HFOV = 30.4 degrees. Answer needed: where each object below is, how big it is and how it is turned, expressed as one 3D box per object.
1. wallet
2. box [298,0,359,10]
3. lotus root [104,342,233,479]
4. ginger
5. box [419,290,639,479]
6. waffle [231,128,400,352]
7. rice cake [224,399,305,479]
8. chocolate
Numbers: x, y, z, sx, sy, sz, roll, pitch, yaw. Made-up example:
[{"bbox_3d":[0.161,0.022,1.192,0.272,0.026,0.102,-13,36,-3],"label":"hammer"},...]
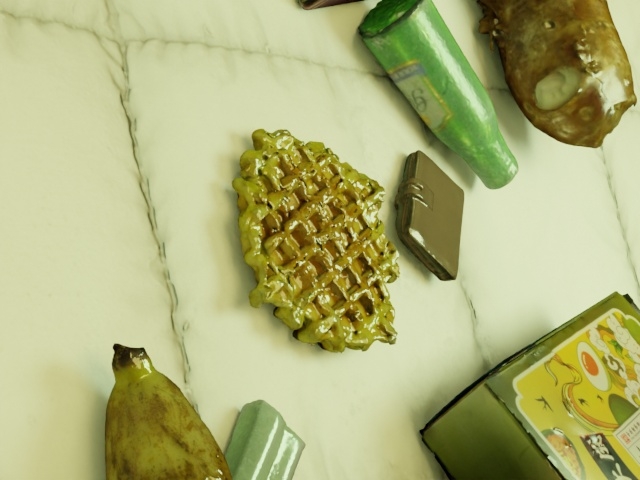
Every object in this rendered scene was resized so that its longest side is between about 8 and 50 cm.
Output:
[{"bbox_3d":[0.138,-0.033,1.488,0.118,0.038,0.153,44,41,-31],"label":"wallet"},{"bbox_3d":[0.041,-0.364,1.494,0.224,0.069,0.120,-21,91,-50],"label":"box"},{"bbox_3d":[-0.139,0.180,1.019,0.094,0.108,0.191,47,23,-66],"label":"lotus root"},{"bbox_3d":[0.318,-0.331,1.723,0.254,0.176,0.418,10,62,-43],"label":"ginger"},{"bbox_3d":[0.370,0.286,1.452,0.373,0.138,0.420,53,36,14],"label":"box"},{"bbox_3d":[-0.001,0.001,1.299,0.245,0.052,0.254,18,60,-43],"label":"waffle"},{"bbox_3d":[-0.073,0.258,1.110,0.080,0.042,0.222,46,44,-25],"label":"rice cake"},{"bbox_3d":[0.168,-0.190,1.547,0.291,0.110,0.110,52,42,-25],"label":"chocolate"}]
